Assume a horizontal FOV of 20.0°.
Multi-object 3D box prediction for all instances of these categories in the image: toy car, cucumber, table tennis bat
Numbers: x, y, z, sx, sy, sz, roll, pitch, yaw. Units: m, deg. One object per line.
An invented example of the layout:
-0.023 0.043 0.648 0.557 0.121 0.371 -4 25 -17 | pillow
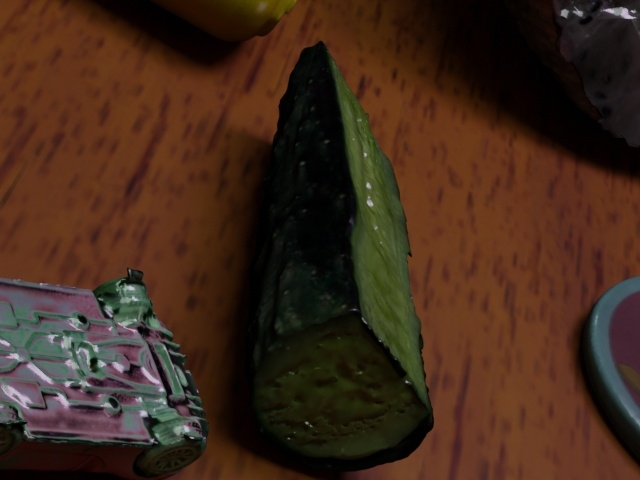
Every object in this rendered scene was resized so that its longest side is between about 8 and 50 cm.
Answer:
-0.096 0.047 0.601 0.142 0.055 0.069 12 46 -49 | toy car
-0.002 0.002 0.749 0.078 0.062 0.211 58 13 -31 | cucumber
0.218 0.065 0.890 0.153 0.040 0.244 46 38 17 | table tennis bat

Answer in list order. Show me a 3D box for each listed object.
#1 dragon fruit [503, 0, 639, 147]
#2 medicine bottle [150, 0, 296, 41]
0.183 -0.198 1.032 0.283 0.204 0.221 59 3 -33 | dragon fruit
-0.142 -0.198 0.856 0.309 0.076 0.111 29 32 -8 | medicine bottle
